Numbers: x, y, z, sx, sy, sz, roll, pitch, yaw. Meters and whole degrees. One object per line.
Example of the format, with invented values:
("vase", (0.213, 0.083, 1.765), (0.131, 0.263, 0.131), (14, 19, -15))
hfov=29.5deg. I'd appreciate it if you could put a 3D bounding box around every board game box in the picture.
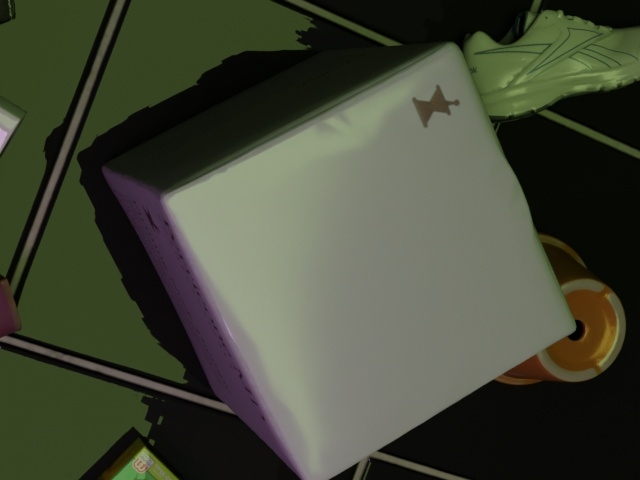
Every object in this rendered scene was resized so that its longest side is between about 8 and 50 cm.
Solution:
("board game box", (-0.251, 0.337, 1.466), (0.181, 0.043, 0.092), (-44, 109, -8))

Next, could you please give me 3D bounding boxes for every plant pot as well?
("plant pot", (0.281, 0.094, 1.536), (0.205, 0.188, 0.205), (-3, 98, -18))

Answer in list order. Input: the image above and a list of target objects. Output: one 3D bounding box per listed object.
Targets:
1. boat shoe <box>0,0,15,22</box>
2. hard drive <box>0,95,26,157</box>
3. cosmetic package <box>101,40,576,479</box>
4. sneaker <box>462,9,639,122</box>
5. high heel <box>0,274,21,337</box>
("boat shoe", (-0.345, -0.349, 1.320), (0.069, 0.081, 0.227), (-5, 96, -14))
("hard drive", (-0.502, -0.125, 1.198), (0.353, 0.047, 0.233), (32, 108, -11))
("cosmetic package", (0.000, 0.000, 1.319), (0.327, 0.394, 0.329), (-29, 105, -13))
("sneaker", (0.316, -0.241, 1.549), (0.297, 0.111, 0.129), (-17, 97, -17))
("high heel", (-0.463, -0.023, 1.295), (0.181, 0.127, 0.377), (-26, 108, -25))
